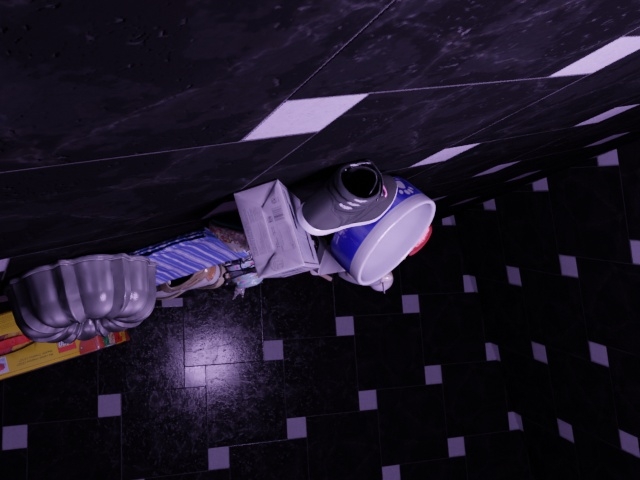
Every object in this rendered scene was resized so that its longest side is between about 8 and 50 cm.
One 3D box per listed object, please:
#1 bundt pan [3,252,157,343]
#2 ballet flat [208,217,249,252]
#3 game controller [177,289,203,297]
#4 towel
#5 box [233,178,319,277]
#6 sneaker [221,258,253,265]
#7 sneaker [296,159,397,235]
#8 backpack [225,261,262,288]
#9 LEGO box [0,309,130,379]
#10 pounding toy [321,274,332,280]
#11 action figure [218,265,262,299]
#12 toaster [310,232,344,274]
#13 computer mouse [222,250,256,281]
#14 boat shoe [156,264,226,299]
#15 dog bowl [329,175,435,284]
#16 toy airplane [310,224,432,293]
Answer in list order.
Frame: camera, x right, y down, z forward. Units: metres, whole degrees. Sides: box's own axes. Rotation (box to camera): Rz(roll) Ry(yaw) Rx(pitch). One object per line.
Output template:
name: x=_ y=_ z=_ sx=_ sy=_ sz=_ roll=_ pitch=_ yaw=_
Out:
bundt pan: x=-0.521 y=0.144 z=1.319 sx=0.331 sy=0.124 sz=0.331 roll=-15 pitch=163 yaw=-5
ballet flat: x=-0.168 y=-0.012 z=1.316 sx=0.091 sy=0.077 sz=0.241 roll=22 pitch=-167 yaw=24
game controller: x=-0.580 y=0.184 z=2.222 sx=0.167 sy=0.067 sz=0.319 roll=12 pitch=165 yaw=-44
towel: x=-0.375 y=0.061 z=1.450 sx=0.336 sy=0.040 sz=0.243 roll=-18 pitch=162 yaw=12
box: x=-0.078 y=-0.012 z=1.179 sx=0.087 sy=0.169 sz=0.290 roll=-18 pitch=176 yaw=5
sneaker: x=-0.214 y=0.027 z=1.793 sx=0.235 sy=0.078 sz=0.106 roll=-12 pitch=177 yaw=-15
sneaker: x=0.097 y=-0.102 z=1.181 sx=0.296 sy=0.104 sz=0.147 roll=-24 pitch=170 yaw=-44
backpack: x=-0.232 y=0.080 z=1.919 sx=0.152 sy=0.115 sz=0.182 roll=-24 pitch=-169 yaw=17
LEGO box: x=-0.923 y=0.317 z=1.885 sx=0.501 sy=0.193 sz=0.372 roll=-17 pitch=176 yaw=-5
pounding toy: x=0.015 y=0.018 z=2.236 sx=0.183 sy=0.110 sz=0.236 roll=19 pitch=116 yaw=-30
action figure: x=-0.317 y=0.129 z=2.109 sx=0.276 sy=0.164 sz=0.140 roll=-12 pitch=-139 yaw=48
toaster: x=0.000 y=0.000 z=1.559 sx=0.168 sy=0.110 sz=0.186 roll=34 pitch=-155 yaw=33
computer mouse: x=-0.206 y=0.044 z=1.576 sx=0.106 sy=0.042 sz=0.193 roll=-21 pitch=-149 yaw=8
boat shoe: x=-0.441 y=0.107 z=1.788 sx=0.303 sy=0.113 sz=0.103 roll=-14 pitch=153 yaw=23
dog bowl: x=0.151 y=-0.022 z=1.421 sx=0.265 sy=0.104 sz=0.264 roll=-38 pitch=157 yaw=-20
toy airplane: x=0.144 y=0.052 z=1.959 sx=0.386 sy=0.272 sz=0.384 roll=-29 pitch=-167 yaw=-34
